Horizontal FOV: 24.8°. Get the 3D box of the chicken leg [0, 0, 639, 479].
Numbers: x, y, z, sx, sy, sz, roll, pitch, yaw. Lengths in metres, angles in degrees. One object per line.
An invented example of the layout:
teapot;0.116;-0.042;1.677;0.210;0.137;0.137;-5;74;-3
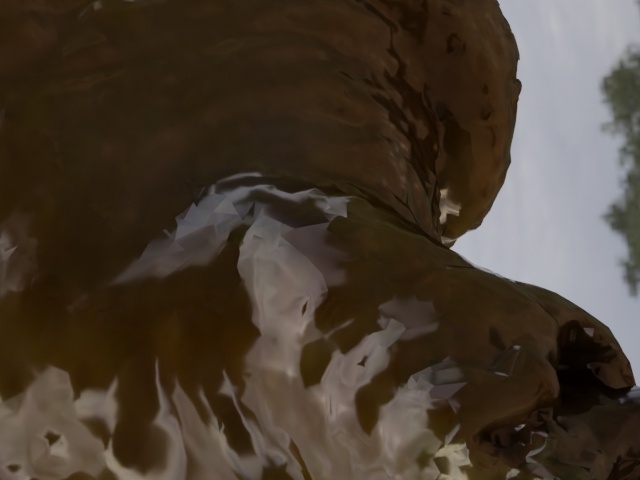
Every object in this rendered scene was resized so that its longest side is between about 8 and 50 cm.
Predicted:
chicken leg;0.000;0.000;0.410;0.295;0.409;0.182;-40;-43;-38
